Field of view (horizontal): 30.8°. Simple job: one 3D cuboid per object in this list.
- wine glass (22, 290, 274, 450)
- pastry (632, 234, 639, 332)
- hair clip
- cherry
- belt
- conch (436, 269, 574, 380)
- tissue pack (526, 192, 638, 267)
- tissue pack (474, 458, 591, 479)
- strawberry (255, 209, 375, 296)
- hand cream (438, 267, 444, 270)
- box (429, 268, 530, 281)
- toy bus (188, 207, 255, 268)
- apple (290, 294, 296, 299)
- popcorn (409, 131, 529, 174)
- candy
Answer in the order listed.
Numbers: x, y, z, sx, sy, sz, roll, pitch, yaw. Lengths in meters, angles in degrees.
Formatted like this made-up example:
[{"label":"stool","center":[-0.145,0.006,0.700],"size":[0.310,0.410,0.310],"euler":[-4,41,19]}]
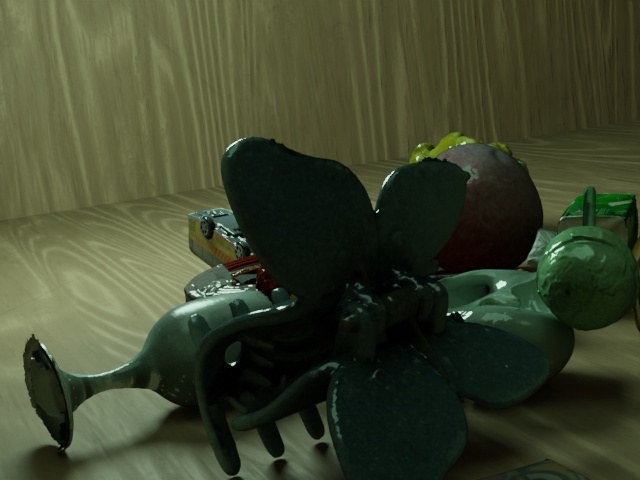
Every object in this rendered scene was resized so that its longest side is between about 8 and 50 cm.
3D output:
[{"label":"wine glass","center":[-0.197,0.150,1.428],"size":[0.321,0.143,0.143],"euler":[-12,12,-30]},{"label":"pastry","center":[0.554,0.024,1.360],"size":[0.409,0.245,0.409],"euler":[-5,9,1]},{"label":"hair clip","center":[0.031,0.095,1.229],"size":[0.318,0.392,0.238],"euler":[-18,-11,-40]},{"label":"cherry","center":[0.260,-0.047,1.943],"size":[0.206,0.239,0.239],"euler":[-22,6,18]},{"label":"belt","center":[-0.065,0.094,1.709],"size":[0.227,0.115,0.324],"euler":[3,15,37]},{"label":"conch","center":[0.215,0.103,1.415],"size":[0.185,0.121,0.221],"euler":[28,22,4]},{"label":"tissue pack","center":[0.395,0.016,1.760],"size":[0.156,0.148,0.209],"euler":[-1,12,19]},{"label":"tissue pack","center":[0.163,0.235,0.964],"size":[0.148,0.060,0.108],"euler":[-10,10,-21]},{"label":"strawberry","center":[0.000,0.000,1.613],"size":[0.190,0.111,0.236],"euler":[9,19,31]},{"label":"hand cream","center":[0.169,0.031,2.088],"size":[0.336,0.076,0.121],"euler":[0,16,0]},{"label":"box","center":[0.183,0.081,1.680],"size":[0.237,0.070,0.152],"euler":[-2,-4,14]},{"label":"toy bus","center":[-0.141,0.021,2.051],"size":[0.092,0.106,0.268],"euler":[-13,29,-33]},{"label":"apple","center":[0.046,0.096,1.485],"size":[0.163,0.147,0.146],"euler":[34,25,23]},{"label":"popcorn","center":[0.283,-0.096,2.295],"size":[0.250,0.235,0.241],"euler":[8,56,14]},{"label":"candy","center":[0.342,-0.007,1.480],"size":[0.119,0.119,0.440],"euler":[-4,18,15]}]
